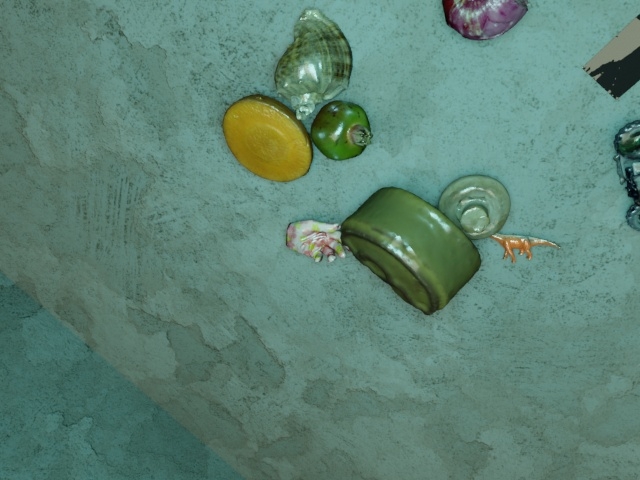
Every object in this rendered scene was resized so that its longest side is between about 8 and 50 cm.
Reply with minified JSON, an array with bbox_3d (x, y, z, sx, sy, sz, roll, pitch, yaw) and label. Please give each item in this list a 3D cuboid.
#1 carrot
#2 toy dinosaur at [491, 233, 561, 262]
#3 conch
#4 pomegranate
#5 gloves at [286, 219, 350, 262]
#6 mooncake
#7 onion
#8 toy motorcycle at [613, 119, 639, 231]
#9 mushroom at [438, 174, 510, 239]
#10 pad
[{"bbox_3d":[-0.158,-0.314,1.322,0.307,0.100,0.258,36,134,-13],"label":"carrot"},{"bbox_3d":[0.586,0.016,1.312,0.279,0.055,0.101,-4,105,20],"label":"toy dinosaur"},{"bbox_3d":[-0.026,-0.486,1.182,0.210,0.159,0.291,10,117,12],"label":"conch"},{"bbox_3d":[0.073,-0.308,1.213,0.180,0.209,0.180,-15,122,-25],"label":"pomegranate"},{"bbox_3d":[0.003,0.000,1.439,0.241,0.126,0.145,14,94,13],"label":"gloves"},{"bbox_3d":[0.262,0.028,1.292,0.394,0.246,0.393,34,166,37],"label":"mooncake"},{"bbox_3d":[0.382,-0.588,1.009,0.200,0.201,0.207,-23,119,25],"label":"onion"},{"bbox_3d":[0.880,-0.171,1.083,0.188,0.143,0.327,-17,117,23],"label":"toy motorcycle"},{"bbox_3d":[0.445,-0.085,1.219,0.204,0.204,0.204,7,117,13],"label":"mushroom"},{"bbox_3d":[0.777,-0.465,1.046,0.127,0.004,0.190,40,120,-5],"label":"pad"}]
